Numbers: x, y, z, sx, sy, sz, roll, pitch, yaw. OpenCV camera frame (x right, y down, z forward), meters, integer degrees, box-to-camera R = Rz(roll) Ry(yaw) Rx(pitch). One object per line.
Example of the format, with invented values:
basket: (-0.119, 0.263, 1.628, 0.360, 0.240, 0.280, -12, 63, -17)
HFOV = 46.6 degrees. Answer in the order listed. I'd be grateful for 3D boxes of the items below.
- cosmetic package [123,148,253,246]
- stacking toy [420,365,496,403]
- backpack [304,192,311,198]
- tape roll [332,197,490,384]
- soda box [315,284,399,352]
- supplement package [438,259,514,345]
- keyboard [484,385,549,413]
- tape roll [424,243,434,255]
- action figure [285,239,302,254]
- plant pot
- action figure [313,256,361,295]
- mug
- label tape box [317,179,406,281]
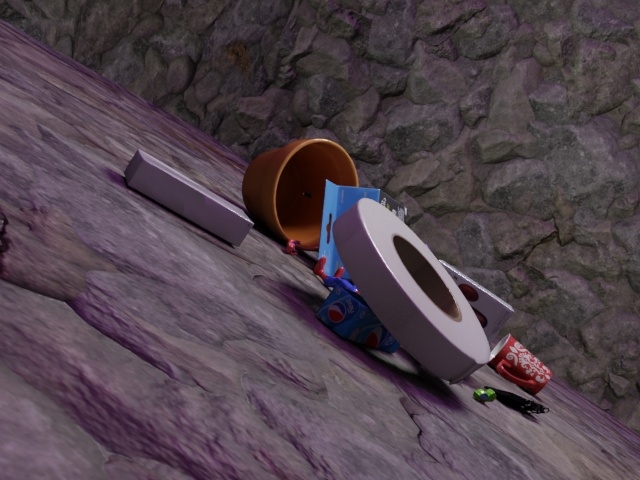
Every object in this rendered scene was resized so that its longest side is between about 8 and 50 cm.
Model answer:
cosmetic package: (-0.246, -0.077, 1.386, 0.239, 0.060, 0.099, 31, 3, -25)
stacking toy: (0.253, 0.247, 1.537, 0.221, 0.052, 0.167, 32, 5, -30)
backpack: (0.015, -0.123, 2.280, 0.158, 0.117, 0.173, 60, 28, -8)
tape roll: (0.175, 0.090, 1.405, 0.392, 0.072, 0.392, 45, 17, -18)
soda box: (0.082, 0.144, 1.331, 0.071, 0.067, 0.210, 38, 6, 34)
supplement package: (0.311, 0.180, 1.739, 0.203, 0.194, 0.149, 34, 5, 10)
keyboard: (0.465, 0.388, 1.750, 0.100, 0.038, 0.192, 6, -15, 44)
tape roll: (0.349, 0.150, 2.247, 0.274, 0.090, 0.275, 58, 10, -17)
action figure: (-0.066, 0.015, 1.805, 0.030, 0.038, 0.115, 18, 2, 8)
plant pot: (-0.072, -0.129, 1.970, 0.291, 0.290, 0.204, 30, -11, -41)
action figure: (0.094, 0.087, 1.615, 0.091, 0.139, 0.280, 29, 9, -32)
mug: (0.592, 0.390, 2.234, 0.169, 0.150, 0.113, 39, -31, 6)
label tape box: (0.116, -0.003, 1.913, 0.106, 0.240, 0.334, 1, -10, 25)
